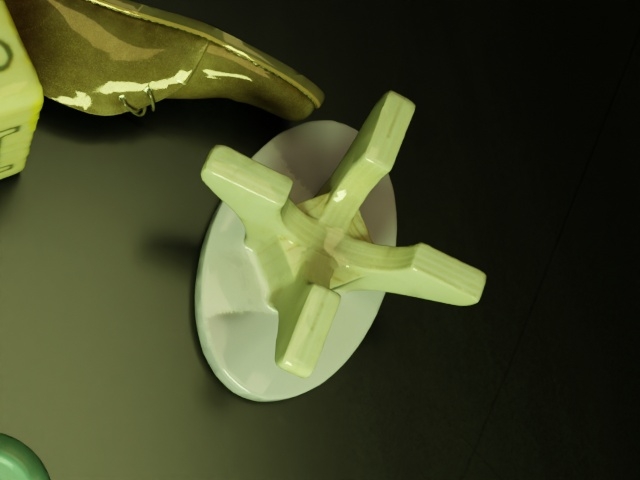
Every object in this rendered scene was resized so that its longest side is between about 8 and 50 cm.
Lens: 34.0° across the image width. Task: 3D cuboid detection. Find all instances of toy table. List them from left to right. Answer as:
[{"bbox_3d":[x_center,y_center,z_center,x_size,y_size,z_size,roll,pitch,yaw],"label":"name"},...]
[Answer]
[{"bbox_3d":[0.000,0.000,0.906,0.252,0.161,0.274,15,72,-17],"label":"toy table"}]

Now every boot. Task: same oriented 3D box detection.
[{"bbox_3d":[-0.149,-0.150,0.932,0.305,0.112,0.115,19,87,-9],"label":"boot"}]

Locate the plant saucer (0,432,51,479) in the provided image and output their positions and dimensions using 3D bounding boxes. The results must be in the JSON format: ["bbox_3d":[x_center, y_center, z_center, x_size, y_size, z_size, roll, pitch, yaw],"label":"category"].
[{"bbox_3d":[-0.269,0.209,0.823,0.119,0.021,0.119,5,75,-20],"label":"plant saucer"}]

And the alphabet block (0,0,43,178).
[{"bbox_3d":[-0.344,-0.129,0.789,0.197,0.193,0.192,-22,86,-25],"label":"alphabet block"}]
